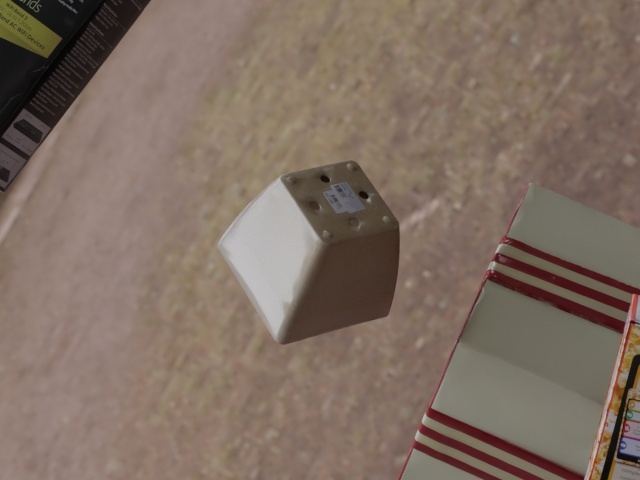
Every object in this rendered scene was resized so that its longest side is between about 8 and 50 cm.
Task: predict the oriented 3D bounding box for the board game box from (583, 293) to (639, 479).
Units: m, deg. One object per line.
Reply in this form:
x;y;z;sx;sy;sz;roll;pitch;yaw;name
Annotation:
0.244;0.144;1.015;0.045;0.147;0.193;-56;-21;-65;board game box

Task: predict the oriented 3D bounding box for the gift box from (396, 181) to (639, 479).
0.236;0.129;1.364;0.276;0.258;0.255;108;-171;-50;gift box

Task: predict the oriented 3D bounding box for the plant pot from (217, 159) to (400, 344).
0.000;0.000;1.255;0.109;0.109;0.096;57;143;28;plant pot

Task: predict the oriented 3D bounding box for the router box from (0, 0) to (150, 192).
-0.327;-0.229;1.410;0.243;0.309;0.081;-52;-16;-2;router box
